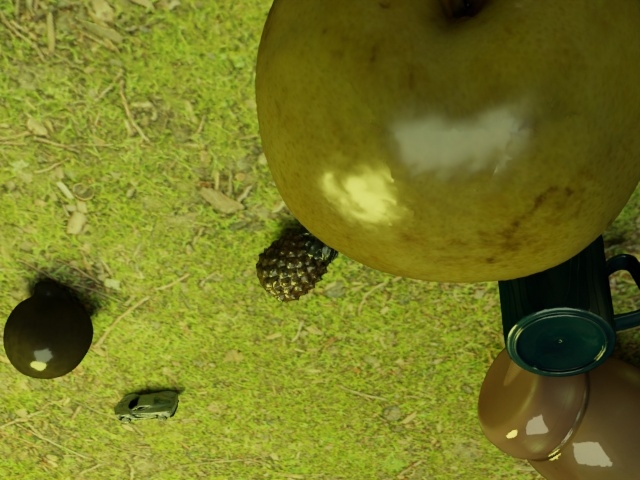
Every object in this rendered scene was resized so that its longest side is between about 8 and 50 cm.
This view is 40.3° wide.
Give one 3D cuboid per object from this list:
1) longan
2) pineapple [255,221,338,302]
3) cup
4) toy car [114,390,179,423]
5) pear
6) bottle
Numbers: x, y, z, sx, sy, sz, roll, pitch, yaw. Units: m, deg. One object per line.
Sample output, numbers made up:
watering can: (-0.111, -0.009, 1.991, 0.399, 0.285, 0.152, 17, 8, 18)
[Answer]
longan: (-0.330, 0.109, 1.060, 0.106, 0.106, 0.119, 4, 91, 4)
pineapple: (0.000, 0.000, 0.932, 0.074, 0.074, 0.159, 34, 120, -22)
cup: (0.254, 0.049, 0.890, 0.150, 0.138, 0.113, -30, 123, 31)
toy car: (-0.239, 0.225, 1.188, 0.093, 0.041, 0.025, -5, 129, 11)
pear: (0.100, -0.107, 0.657, 0.315, 0.314, 0.314, 4, 133, 4)
bottle: (0.338, 0.206, 1.021, 0.297, 0.173, 0.206, 25, 100, -13)
